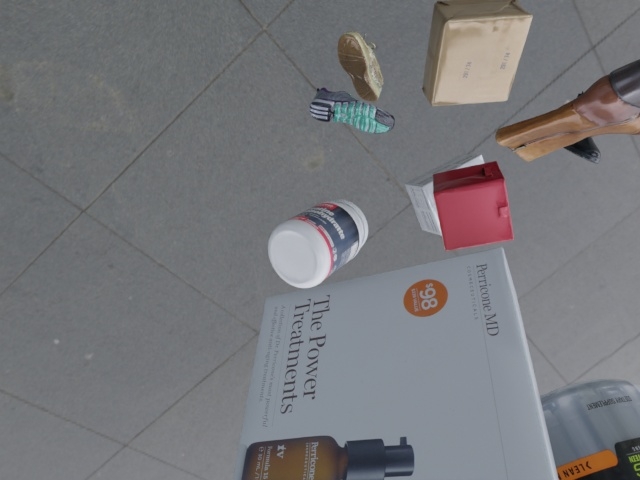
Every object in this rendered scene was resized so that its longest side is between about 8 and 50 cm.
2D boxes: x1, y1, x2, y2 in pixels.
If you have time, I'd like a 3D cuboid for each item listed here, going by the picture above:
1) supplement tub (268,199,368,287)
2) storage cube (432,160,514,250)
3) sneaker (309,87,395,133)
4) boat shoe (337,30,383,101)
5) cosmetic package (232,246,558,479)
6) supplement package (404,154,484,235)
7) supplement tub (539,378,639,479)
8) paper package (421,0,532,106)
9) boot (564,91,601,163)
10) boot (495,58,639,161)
[{"bbox_3d":[0.000,0.000,1.355,0.272,0.191,0.191,-33,140,-52],"label":"supplement tub"},{"bbox_3d":[0.442,-0.100,1.412,0.193,0.184,0.215,-10,113,16],"label":"storage cube"},{"bbox_3d":[0.088,-0.349,1.247,0.223,0.098,0.083,14,146,0],"label":"sneaker"},{"bbox_3d":[0.136,-0.576,1.566,0.089,0.104,0.285,-62,152,-15],"label":"boat shoe"},{"bbox_3d":[0.062,0.203,0.444,0.284,0.377,0.097,-13,136,20],"label":"cosmetic package"},{"bbox_3d":[0.486,-0.173,1.797,0.261,0.145,0.204,-28,107,-11],"label":"supplement package"},{"bbox_3d":[0.315,0.316,0.469,0.193,0.316,0.194,-9,137,-8],"label":"supplement tub"},{"bbox_3d":[0.542,-0.662,1.710,0.309,0.168,0.325,-4,136,-1],"label":"paper package"},{"bbox_3d":[0.951,-0.408,1.714,0.094,0.246,0.207,16,116,-20],"label":"boot"},{"bbox_3d":[0.538,-0.209,0.957,0.264,0.096,0.280,10,157,-37],"label":"boot"}]
